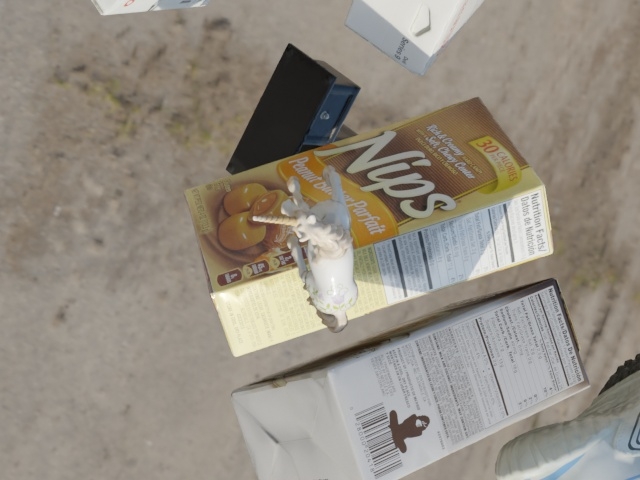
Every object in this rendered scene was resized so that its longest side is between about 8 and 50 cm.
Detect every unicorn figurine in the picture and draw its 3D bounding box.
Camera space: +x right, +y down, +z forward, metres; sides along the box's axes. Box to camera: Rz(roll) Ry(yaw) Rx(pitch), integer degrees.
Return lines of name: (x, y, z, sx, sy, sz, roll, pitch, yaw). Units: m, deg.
unicorn figurine: (0.000, 0.000, 0.888, 0.060, 0.111, 0.162, -23, 128, 3)

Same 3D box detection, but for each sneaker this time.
sneaker: (0.180, 0.105, 0.651, 0.237, 0.085, 0.086, -21, 92, -38)

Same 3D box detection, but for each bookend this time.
bookend: (-0.001, -0.122, 1.381, 0.157, 0.072, 0.156, -2, 126, -56)

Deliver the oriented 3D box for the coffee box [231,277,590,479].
coffee box: (0.074, 0.118, 1.007, 0.247, 0.141, 0.098, -18, 89, -37)

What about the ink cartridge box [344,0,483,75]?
ink cartridge box: (0.126, -0.270, 1.111, 0.212, 0.093, 0.154, -54, 175, -25)

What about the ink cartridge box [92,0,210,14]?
ink cartridge box: (-0.152, -0.323, 1.361, 0.153, 0.087, 0.208, -36, 176, 27)

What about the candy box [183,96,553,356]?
candy box: (0.040, -0.019, 1.219, 0.317, 0.183, 0.087, -19, 127, -3)
